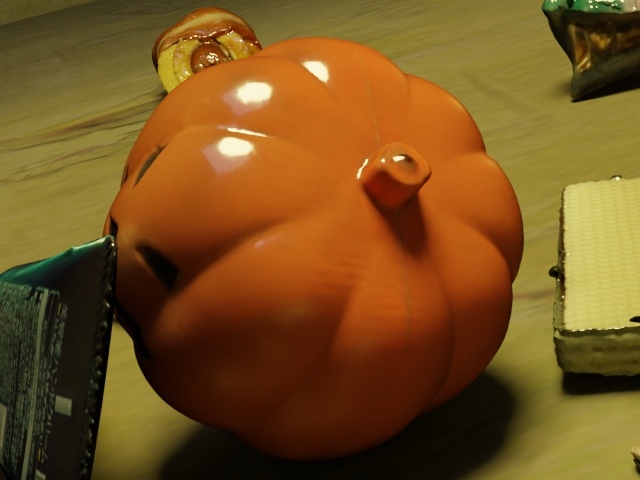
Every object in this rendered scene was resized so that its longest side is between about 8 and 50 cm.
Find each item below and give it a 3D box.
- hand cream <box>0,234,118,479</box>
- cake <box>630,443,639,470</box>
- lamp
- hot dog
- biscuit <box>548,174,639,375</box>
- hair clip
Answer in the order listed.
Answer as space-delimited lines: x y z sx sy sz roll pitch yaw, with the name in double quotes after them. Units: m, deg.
-0.124 0.057 0.534 0.061 0.120 0.270 9 -3 -18 "hand cream"
0.165 0.074 0.443 0.052 0.065 0.121 -17 13 -18 "cake"
0.000 0.000 0.537 0.188 0.187 0.164 -26 -7 -33 "lamp"
-0.127 -0.212 1.357 0.123 0.093 0.261 -16 20 -6 "hot dog"
0.182 0.011 0.625 0.121 0.040 0.199 -3 21 15 "biscuit"
0.366 -0.183 1.010 0.359 0.110 0.095 -7 60 5 "hair clip"
